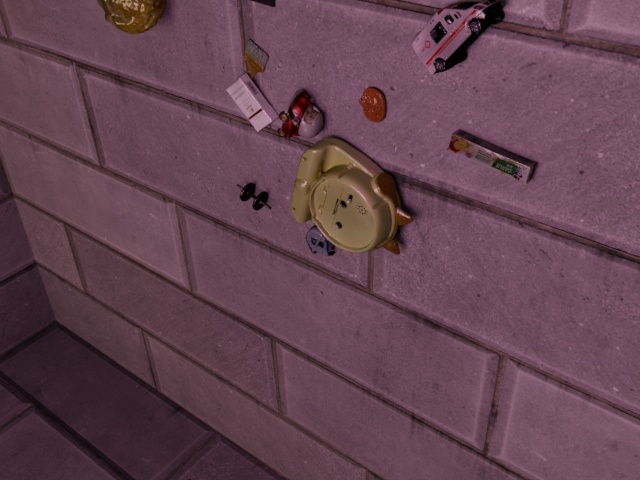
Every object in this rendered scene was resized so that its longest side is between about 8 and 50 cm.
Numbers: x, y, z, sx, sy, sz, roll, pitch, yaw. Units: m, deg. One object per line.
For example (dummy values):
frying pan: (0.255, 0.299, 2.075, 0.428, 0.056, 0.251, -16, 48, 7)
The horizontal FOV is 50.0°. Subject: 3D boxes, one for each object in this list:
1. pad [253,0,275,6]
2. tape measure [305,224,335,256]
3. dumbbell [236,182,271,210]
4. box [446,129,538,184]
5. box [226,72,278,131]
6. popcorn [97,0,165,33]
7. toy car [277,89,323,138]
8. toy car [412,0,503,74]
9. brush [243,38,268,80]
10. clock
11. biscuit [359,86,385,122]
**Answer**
pad: (-0.195, -0.688, 1.796, 0.193, 0.004, 0.116, 24, 134, 25)
tape measure: (-0.001, -0.002, 2.098, 0.091, 0.054, 0.094, 8, 126, 34)
dumbbell: (-0.212, -0.140, 2.188, 0.147, 0.069, 0.069, 34, 138, 20)
box: (0.391, -0.193, 1.576, 0.207, 0.041, 0.049, 29, 133, 26)
box: (-0.199, -0.399, 1.991, 0.084, 0.040, 0.154, -24, 108, 48)
popcorn: (-0.562, -0.719, 2.029, 0.212, 0.198, 0.197, 53, 149, 41)
toy car: (-0.047, -0.325, 1.870, 0.112, 0.112, 0.139, 28, 147, 5)
toy car: (0.287, -0.449, 1.448, 0.108, 0.089, 0.210, 55, 145, 5)
brush: (-0.206, -0.472, 1.975, 0.082, 0.010, 0.218, 43, 140, 11)
clock: (0.086, -0.096, 1.889, 0.348, 0.117, 0.286, 36, 139, 20)
biscuit: (0.132, -0.344, 1.737, 0.078, 0.015, 0.091, 25, 134, 32)
